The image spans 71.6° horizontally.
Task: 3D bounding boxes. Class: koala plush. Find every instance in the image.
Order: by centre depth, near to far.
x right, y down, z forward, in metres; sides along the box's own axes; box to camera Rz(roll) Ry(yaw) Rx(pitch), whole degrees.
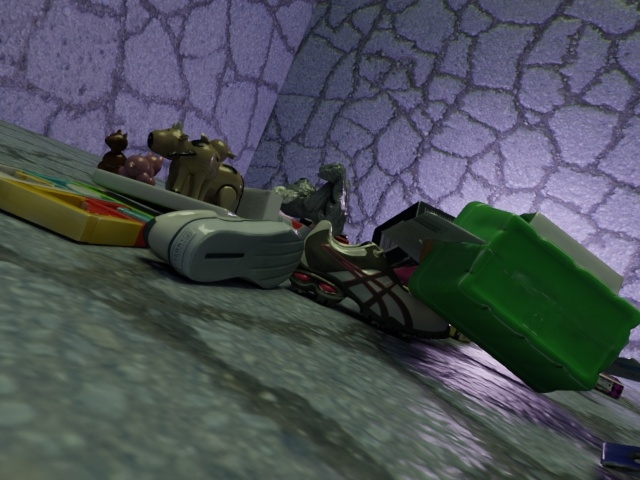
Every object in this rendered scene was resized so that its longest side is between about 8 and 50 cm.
[{"bbox_3d":[-0.033,-0.117,1.339,0.222,0.203,0.196,4,-12,11],"label":"koala plush"}]

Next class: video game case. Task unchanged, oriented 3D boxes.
[{"bbox_3d":[-0.207,-0.044,0.715,0.227,0.026,0.206,18,-6,16],"label":"video game case"},{"bbox_3d":[0.686,0.344,1.195,0.210,0.041,0.232,25,2,33],"label":"video game case"}]

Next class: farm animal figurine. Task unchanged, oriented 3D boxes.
[{"bbox_3d":[-0.275,-0.150,0.922,0.331,0.172,0.327,14,-8,33],"label":"farm animal figurine"}]

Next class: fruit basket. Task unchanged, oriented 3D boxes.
[{"bbox_3d":[0.249,0.065,0.643,0.327,0.165,0.353,38,2,2],"label":"fruit basket"}]

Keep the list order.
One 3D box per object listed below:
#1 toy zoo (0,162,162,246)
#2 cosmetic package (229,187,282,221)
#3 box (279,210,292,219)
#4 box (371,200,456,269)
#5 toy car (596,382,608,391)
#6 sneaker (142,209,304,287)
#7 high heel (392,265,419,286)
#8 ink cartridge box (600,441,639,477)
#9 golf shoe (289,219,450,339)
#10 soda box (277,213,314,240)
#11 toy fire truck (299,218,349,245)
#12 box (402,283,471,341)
[{"bbox_3d":[-0.293,-0.042,0.539,0.193,0.030,0.293,23,1,10],"label":"toy zoo"},{"bbox_3d":[-0.213,-0.083,1.109,0.239,0.098,0.060,11,-5,32],"label":"cosmetic package"},{"bbox_3d":[-0.202,-0.079,1.512,0.148,0.121,0.311,23,1,9],"label":"box"},{"bbox_3d":[0.402,0.074,1.523,0.396,0.211,0.293,22,-24,-15],"label":"box"},{"bbox_3d":[0.529,0.242,0.928,0.155,0.148,0.188,34,15,12],"label":"toy car"},{"bbox_3d":[-0.106,0.001,0.564,0.091,0.094,0.258,28,4,24],"label":"sneaker"},{"bbox_3d":[0.187,0.090,1.365,0.244,0.117,0.082,24,2,26],"label":"high heel"},{"bbox_3d":[0.405,0.117,0.281,0.270,0.396,0.151,22,40,-54],"label":"ink cartridge box"},{"bbox_3d":[0.089,0.068,0.691,0.273,0.120,0.105,24,0,-2],"label":"golf shoe"},{"bbox_3d":[-0.119,-0.023,1.252,0.091,0.097,0.286,24,1,28],"label":"soda box"},{"bbox_3d":[0.000,0.000,1.622,0.217,0.158,0.246,23,13,-3],"label":"toy fire truck"},{"bbox_3d":[0.235,0.152,1.007,0.232,0.058,0.087,25,2,38],"label":"box"}]
